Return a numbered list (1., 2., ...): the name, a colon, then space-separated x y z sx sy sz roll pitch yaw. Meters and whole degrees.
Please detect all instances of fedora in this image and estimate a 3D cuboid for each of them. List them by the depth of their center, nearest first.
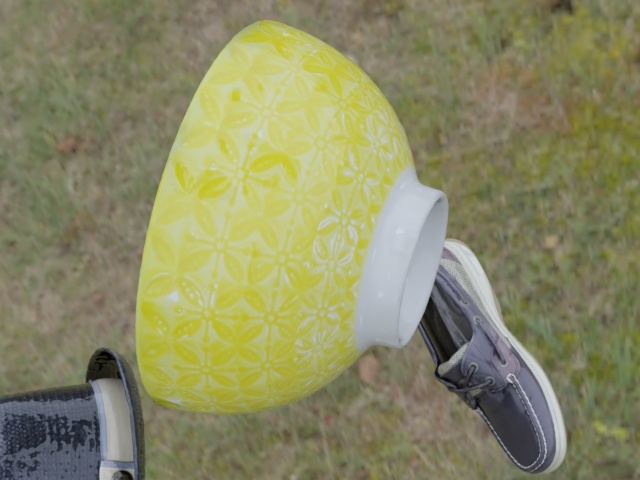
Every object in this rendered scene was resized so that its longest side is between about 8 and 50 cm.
1. fedora: -0.271 0.268 1.572 0.152 0.334 0.334 5 51 -17

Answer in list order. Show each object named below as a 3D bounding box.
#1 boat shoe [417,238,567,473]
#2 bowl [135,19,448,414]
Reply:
1. boat shoe: 0.166 0.130 1.735 0.092 0.103 0.285 -11 68 -39
2. bowl: 0.000 0.000 1.130 0.156 0.289 0.289 15 60 14
